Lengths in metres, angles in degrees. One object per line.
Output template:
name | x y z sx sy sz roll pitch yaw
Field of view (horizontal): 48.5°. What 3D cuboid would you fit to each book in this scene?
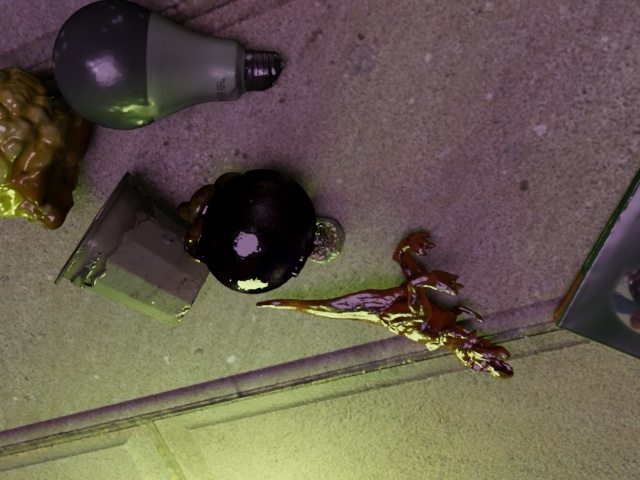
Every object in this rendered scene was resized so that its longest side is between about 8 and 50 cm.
book | 0.549 0.022 1.049 0.261 0.043 0.370 23 115 3

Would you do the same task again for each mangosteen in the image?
mangosteen | -0.120 -0.025 1.088 0.231 0.194 0.194 27 117 12

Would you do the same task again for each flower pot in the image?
flower pot | -0.283 0.025 1.141 0.203 0.212 0.212 31 117 -14

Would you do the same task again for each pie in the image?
pie | 0.000 0.000 1.161 0.085 0.017 0.085 5 115 10

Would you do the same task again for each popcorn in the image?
popcorn | -0.471 -0.133 1.104 0.237 0.206 0.251 -38 114 9

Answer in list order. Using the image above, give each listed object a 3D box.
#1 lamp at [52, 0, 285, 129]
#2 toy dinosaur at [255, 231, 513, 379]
lamp | -0.226 -0.238 1.040 0.314 0.182 0.181 11 118 -20
toy dinosaur | 0.125 0.091 1.139 0.433 0.097 0.208 21 126 6
